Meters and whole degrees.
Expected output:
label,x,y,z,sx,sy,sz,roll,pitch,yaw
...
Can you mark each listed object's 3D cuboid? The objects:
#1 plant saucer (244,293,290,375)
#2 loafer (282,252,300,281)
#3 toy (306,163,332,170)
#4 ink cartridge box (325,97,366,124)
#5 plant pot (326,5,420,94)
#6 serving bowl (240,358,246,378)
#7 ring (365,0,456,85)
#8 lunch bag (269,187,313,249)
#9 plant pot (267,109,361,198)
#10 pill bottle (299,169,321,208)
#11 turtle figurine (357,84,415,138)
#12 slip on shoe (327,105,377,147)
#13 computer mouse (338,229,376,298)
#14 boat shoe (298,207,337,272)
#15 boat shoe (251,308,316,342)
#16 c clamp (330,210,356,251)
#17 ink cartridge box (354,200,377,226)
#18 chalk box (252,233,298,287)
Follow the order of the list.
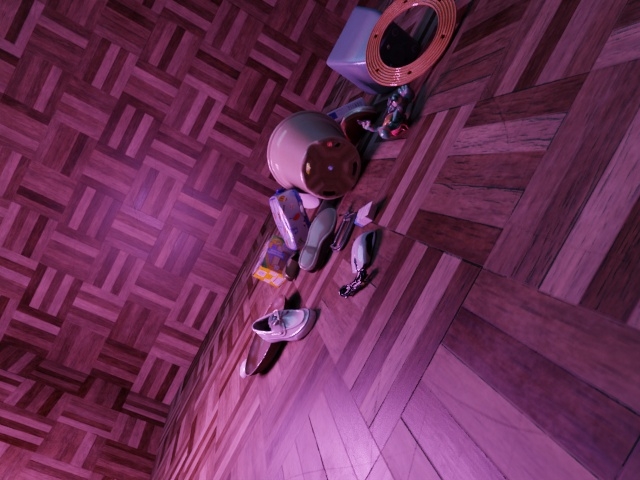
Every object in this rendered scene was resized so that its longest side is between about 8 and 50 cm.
label,x,y,z,sx,sy,sz,roll,pitch,yaw
plant saucer,-0.181,0.340,1.642,0.310,0.050,0.310,-56,14,23
loafer,-0.113,0.101,1.821,0.148,0.056,0.050,-80,15,-50
toy,-0.017,-0.328,1.909,0.137,0.237,0.056,-53,29,37
ink cartridge box,0.081,-0.509,1.980,0.223,0.045,0.224,-26,-5,-2
plant pot,0.222,-0.704,1.732,0.247,0.248,0.252,-61,32,9
serving bowl,-0.296,0.499,1.814,0.083,0.027,0.083,-57,14,22
ring,0.288,-0.655,1.490,0.337,0.032,0.336,-14,68,39
lunch bag,-0.115,-0.091,1.813,0.115,0.243,0.303,-22,7,-11
plant pot,-0.006,-0.298,1.706,0.333,0.334,0.305,-61,24,10
pill bottle,-0.035,-0.254,2.071,0.117,0.118,0.208,-47,21,49
turtle figurine,0.209,-0.373,1.398,0.175,0.118,0.234,-26,21,45
slip on shoe,0.128,-0.447,1.897,0.331,0.123,0.101,-33,65,55
computer mouse,0.096,0.047,1.174,0.106,0.042,0.193,-48,20,50
boat shoe,0.000,0.000,1.546,0.227,0.081,0.069,-64,-31,-10
boat shoe,-0.119,0.256,1.404,0.258,0.084,0.095,-30,38,41
c clamp,0.072,-0.029,1.467,0.137,0.022,0.160,-24,39,61
ink cartridge box,0.132,-0.074,1.300,0.083,0.028,0.048,-34,32,64
chalk box,-0.185,0.071,1.994,0.132,0.132,0.213,-44,22,56
